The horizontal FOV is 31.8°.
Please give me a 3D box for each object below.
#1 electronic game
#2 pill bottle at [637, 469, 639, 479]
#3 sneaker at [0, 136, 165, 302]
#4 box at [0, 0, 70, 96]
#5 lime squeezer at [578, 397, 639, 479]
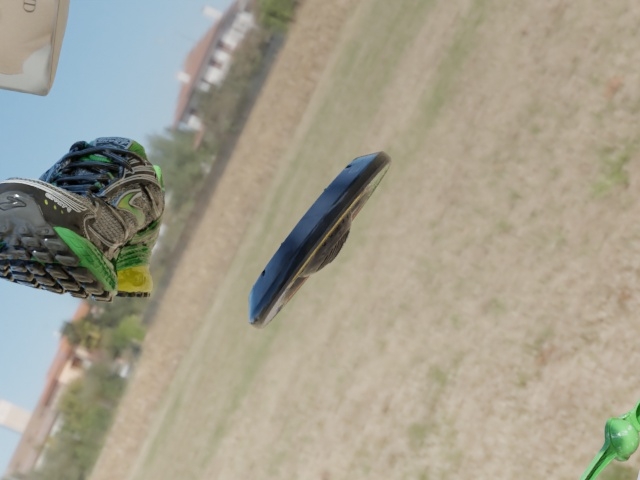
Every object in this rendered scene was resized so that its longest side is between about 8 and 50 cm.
[{"bbox_3d":[0.000,0.000,1.178,0.229,0.048,0.229,-52,-4,-5],"label":"electronic game"},{"bbox_3d":[0.255,0.150,0.552,0.112,0.187,0.112,14,-90,-82],"label":"pill bottle"},{"bbox_3d":[-0.218,-0.028,0.981,0.343,0.134,0.146,16,-93,-88],"label":"sneaker"},{"bbox_3d":[-0.318,-0.207,0.731,0.121,0.311,0.148,-97,19,-51],"label":"box"},{"bbox_3d":[0.411,0.242,1.404,0.310,0.059,0.110,-27,22,-18],"label":"lime squeezer"}]
